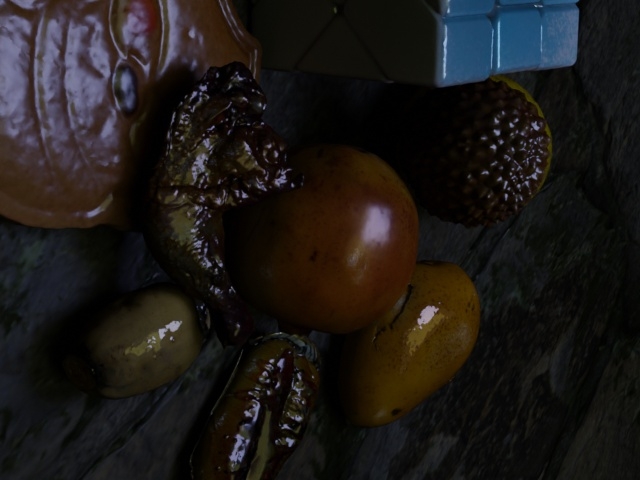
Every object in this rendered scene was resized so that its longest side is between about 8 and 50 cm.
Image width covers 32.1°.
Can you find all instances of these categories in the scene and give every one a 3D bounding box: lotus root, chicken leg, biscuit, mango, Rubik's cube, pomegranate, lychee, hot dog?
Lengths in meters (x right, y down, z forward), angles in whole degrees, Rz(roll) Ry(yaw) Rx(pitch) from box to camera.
[{"bbox_3d":[-0.200,0.113,1.314,0.221,0.125,0.118,-24,91,-37],"label":"lotus root"},{"bbox_3d":[-0.119,-0.043,1.277,0.178,0.083,0.322,17,91,-13],"label":"chicken leg"},{"bbox_3d":[-0.236,-0.175,1.252,0.455,0.078,0.349,-20,117,-45],"label":"biscuit"},{"bbox_3d":[0.124,0.151,1.671,0.290,0.160,0.191,-56,142,-10],"label":"mango"},{"bbox_3d":[0.123,-0.374,1.412,0.316,0.319,0.321,-15,111,-47],"label":"Rubik's cube"},{"bbox_3d":[0.000,0.000,1.429,0.264,0.264,0.264,-14,110,-46],"label":"pomegranate"},{"bbox_3d":[0.192,-0.113,1.435,0.200,0.238,0.200,8,77,-34],"label":"lychee"},{"bbox_3d":[-0.082,0.250,1.511,0.162,0.082,0.270,44,65,-46],"label":"hot dog"}]

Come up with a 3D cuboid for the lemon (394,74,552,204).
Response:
[{"bbox_3d":[0.228,-0.138,1.654,0.263,0.236,0.235,15,88,-34],"label":"lemon"}]
